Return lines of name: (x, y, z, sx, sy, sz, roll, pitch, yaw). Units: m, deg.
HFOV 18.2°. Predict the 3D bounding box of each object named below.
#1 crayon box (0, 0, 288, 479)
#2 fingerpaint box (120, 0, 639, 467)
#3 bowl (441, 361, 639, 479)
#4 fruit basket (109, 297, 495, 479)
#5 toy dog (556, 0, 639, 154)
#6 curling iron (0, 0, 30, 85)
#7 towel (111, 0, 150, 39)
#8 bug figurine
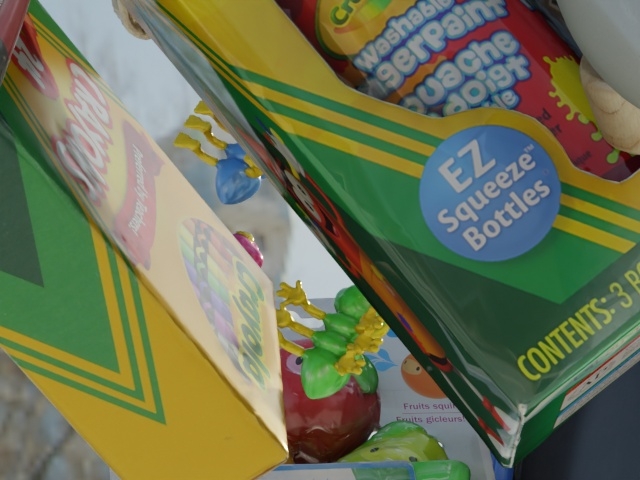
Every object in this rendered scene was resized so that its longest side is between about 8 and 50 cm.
crayon box: (-0.113, 0.011, 1.046, 0.081, 0.202, 0.318, -34, -67, 11)
fingerpaint box: (0.152, -0.172, 1.019, 0.445, 0.371, 0.163, -37, -14, -8)
bowl: (0.226, 0.188, 1.698, 0.077, 0.391, 0.391, 14, -28, -24)
fruit basket: (-0.012, 0.173, 1.650, 0.327, 0.353, 0.165, 0, -38, -10)
toy dog: (0.178, -0.092, 0.723, 0.161, 0.333, 0.220, -29, -45, 2)
curling iron: (-0.147, -0.008, 0.674, 0.068, 0.274, 0.035, -8, -35, 21)
towel: (-0.118, -0.284, 1.184, 0.049, 0.187, 0.282, -7, -45, -10)
bug figurine: (0.000, 0.000, 1.408, 0.279, 0.216, 0.072, 21, -23, 33)
